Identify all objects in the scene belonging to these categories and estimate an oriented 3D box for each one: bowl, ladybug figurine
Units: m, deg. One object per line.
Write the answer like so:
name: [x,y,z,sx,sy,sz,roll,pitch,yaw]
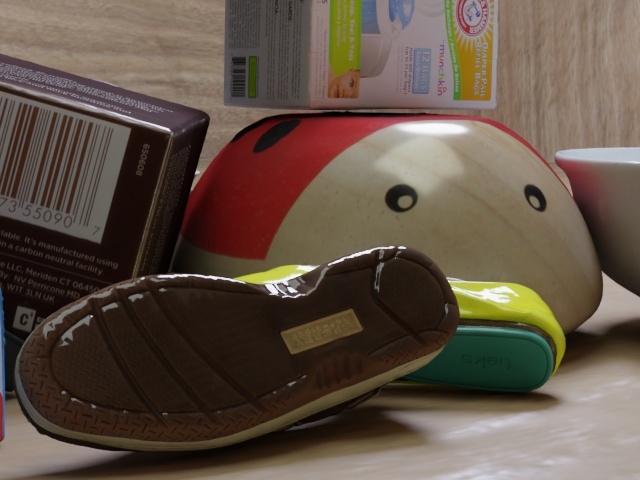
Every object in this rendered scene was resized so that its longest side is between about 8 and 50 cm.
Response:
bowl: [0.323,0.000,1.292,0.298,0.134,0.298,-1,5,0]
ladybug figurine: [0.038,-0.015,1.301,0.305,0.161,0.449,-2,6,-21]

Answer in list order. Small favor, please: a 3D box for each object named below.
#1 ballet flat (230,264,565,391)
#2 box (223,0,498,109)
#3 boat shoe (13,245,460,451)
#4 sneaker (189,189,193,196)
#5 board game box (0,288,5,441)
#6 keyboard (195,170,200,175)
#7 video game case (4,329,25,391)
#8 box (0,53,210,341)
ballet flat: [0.033,0.049,1.051,0.231,0.077,0.077,5,35,1]
box: [0.035,-0.158,1.337,0.203,0.114,0.103,-3,7,-42]
boat shoe: [-0.047,0.072,0.916,0.257,0.095,0.095,-6,-26,-32]
sneaker: [-0.256,-0.009,1.510,0.331,0.122,0.146,8,1,-31]
board game box: [-0.318,0.077,0.747,0.308,0.086,0.302,0,6,1]
keyboard: [-0.213,0.003,1.342,0.256,0.014,0.072,-25,-4,17]
video game case: [-0.346,0.016,0.994,0.248,0.035,0.275,3,-22,35]
box: [-0.184,-0.024,1.172,0.168,0.167,0.203,16,8,1]
